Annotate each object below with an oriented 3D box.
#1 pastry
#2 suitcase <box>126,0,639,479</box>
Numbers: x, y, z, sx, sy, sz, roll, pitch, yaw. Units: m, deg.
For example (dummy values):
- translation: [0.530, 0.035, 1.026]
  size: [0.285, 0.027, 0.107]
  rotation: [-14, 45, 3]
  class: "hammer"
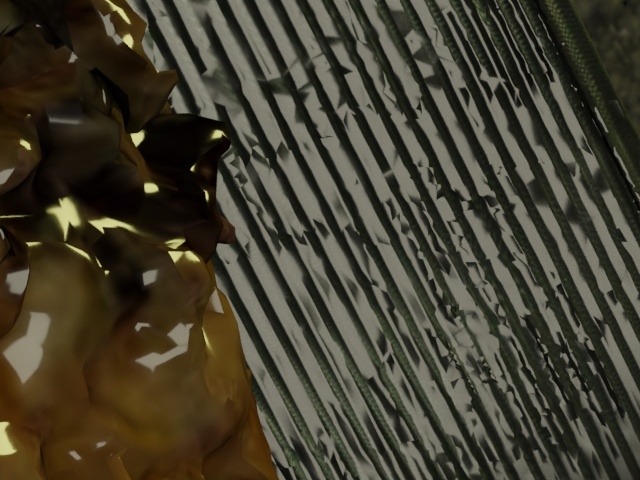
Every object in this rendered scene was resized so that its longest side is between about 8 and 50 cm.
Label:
- translation: [-0.223, 0.054, 0.429]
  size: [0.337, 0.292, 0.405]
  rotation: [42, 94, 10]
  class: "pastry"
- translation: [0.000, 0.000, 0.606]
  size: [0.202, 0.128, 0.312]
  rotation: [-29, 97, -19]
  class: "suitcase"
